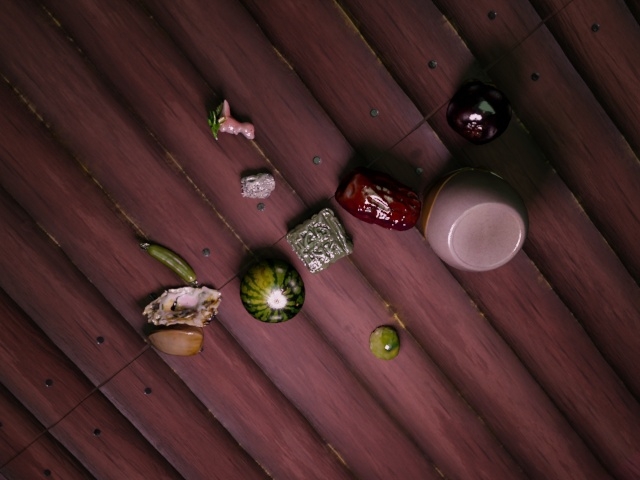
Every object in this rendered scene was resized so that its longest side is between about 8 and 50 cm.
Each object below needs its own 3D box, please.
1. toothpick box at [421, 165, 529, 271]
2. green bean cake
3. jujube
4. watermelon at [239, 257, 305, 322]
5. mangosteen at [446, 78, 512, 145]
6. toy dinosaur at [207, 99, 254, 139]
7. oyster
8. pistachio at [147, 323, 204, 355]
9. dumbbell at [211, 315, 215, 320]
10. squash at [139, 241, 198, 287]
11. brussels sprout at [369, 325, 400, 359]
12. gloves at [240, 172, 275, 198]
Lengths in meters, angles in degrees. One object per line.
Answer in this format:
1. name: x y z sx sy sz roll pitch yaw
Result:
1. toothpick box: 0.626 -0.105 1.758 0.408 0.425 0.409 1 114 1
2. green bean cake: 0.000 0.000 1.905 0.255 0.132 0.241 -31 93 3
3. jujube: 0.251 -0.180 1.818 0.376 0.258 0.259 16 97 -2
4. watermelon: -0.210 0.219 1.848 0.285 0.285 0.285 0 97 -1
5. mangosteen: 0.678 -0.555 1.805 0.287 0.288 0.233 24 125 -4
6. toy dinosaur: -0.389 -0.511 1.822 0.177 0.152 0.194 -24 104 -7
7. oyster: -0.622 0.305 1.919 0.354 0.107 0.201 2 59 -1
8. pistachio: -0.660 0.444 1.916 0.260 0.163 0.213 1 142 -1
9. dumbbell: -0.536 0.346 1.978 0.083 0.040 0.036 25 127 -4
10. squash: -0.674 0.097 1.919 0.318 0.080 0.071 38 103 -7
11. brussels sprout: 0.305 0.490 1.976 0.149 0.122 0.152 -34 98 0
12. gloves: -0.279 -0.243 1.890 0.153 0.070 0.114 -8 97 -2
